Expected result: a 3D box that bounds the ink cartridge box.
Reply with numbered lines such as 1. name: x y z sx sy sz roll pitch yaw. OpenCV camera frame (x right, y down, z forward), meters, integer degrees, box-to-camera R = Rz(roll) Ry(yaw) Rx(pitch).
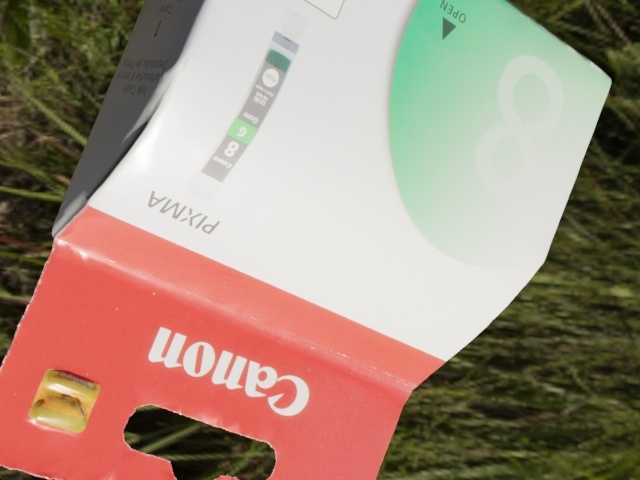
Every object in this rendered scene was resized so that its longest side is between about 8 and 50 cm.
1. ink cartridge box: 0.000 0.000 0.403 0.181 0.056 0.225 26 81 -35
